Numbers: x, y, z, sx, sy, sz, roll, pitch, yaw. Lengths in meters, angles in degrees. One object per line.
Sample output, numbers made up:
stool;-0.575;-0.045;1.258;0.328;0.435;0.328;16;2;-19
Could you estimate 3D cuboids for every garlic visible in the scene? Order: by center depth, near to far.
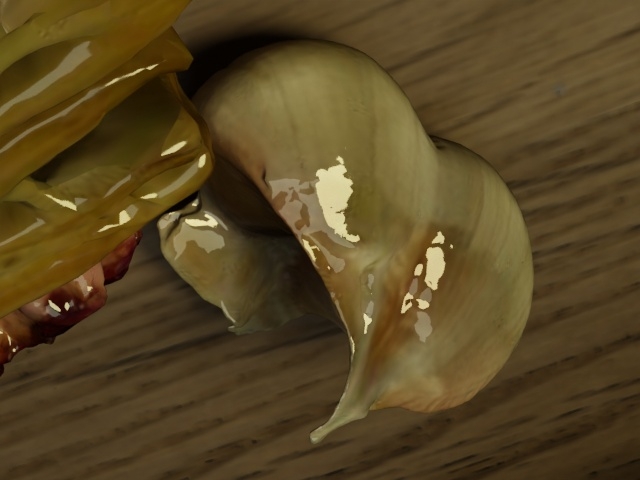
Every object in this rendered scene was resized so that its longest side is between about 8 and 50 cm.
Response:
garlic;0.011;-0.002;0.754;0.124;0.099;0.174;-39;129;-1

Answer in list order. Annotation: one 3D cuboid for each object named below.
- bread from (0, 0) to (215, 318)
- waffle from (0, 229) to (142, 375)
bread;-0.188;-0.057;0.521;0.370;0.314;0.191;-39;137;12
waffle;-0.149;0.028;0.655;0.221;0.234;0.055;-29;102;5
